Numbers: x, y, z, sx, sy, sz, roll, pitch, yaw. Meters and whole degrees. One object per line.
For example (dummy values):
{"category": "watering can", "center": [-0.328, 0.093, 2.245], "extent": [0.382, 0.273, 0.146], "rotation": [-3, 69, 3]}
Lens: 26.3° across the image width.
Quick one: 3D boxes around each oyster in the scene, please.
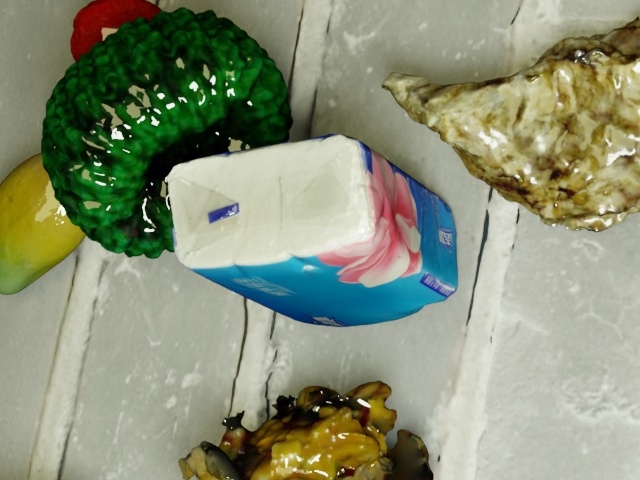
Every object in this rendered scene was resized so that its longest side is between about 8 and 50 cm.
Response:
{"category": "oyster", "center": [0.259, -0.115, 1.343], "extent": [0.396, 0.111, 0.204], "rotation": [-12, 75, 19]}

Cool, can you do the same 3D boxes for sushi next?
{"category": "sushi", "center": [-0.015, 0.249, 1.342], "extent": [0.213, 0.204, 0.200], "rotation": [-24, 92, 58]}

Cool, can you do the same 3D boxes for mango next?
{"category": "mango", "center": [-0.337, -0.021, 1.621], "extent": [0.130, 0.092, 0.194], "rotation": [36, 103, 27]}

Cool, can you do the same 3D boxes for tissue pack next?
{"category": "tissue pack", "center": [0.000, 0.000, 1.344], "extent": [0.209, 0.270, 0.137], "rotation": [-7, 75, 21]}

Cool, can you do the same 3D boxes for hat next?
{"category": "hat", "center": [-0.192, -0.153, 1.534], "extent": [0.274, 0.242, 0.332], "rotation": [-27, 40, -6]}
